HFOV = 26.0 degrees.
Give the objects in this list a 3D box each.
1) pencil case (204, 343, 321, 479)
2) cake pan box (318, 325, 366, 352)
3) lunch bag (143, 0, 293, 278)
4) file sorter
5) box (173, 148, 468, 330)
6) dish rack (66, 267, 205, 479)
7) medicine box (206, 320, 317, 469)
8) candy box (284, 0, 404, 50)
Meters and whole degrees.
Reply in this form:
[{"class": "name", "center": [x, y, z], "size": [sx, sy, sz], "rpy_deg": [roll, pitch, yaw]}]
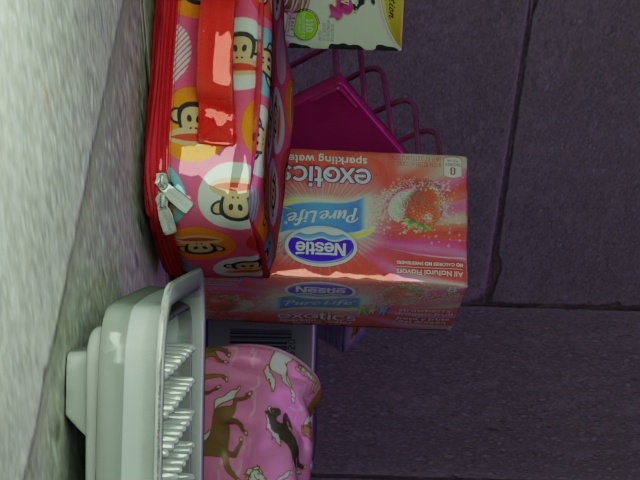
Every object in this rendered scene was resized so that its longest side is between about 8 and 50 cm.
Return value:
[{"class": "pencil case", "center": [-0.081, 0.283, 1.295], "size": [0.167, 0.160, 0.386], "rpy_deg": [90, 1, -59]}, {"class": "cake pan box", "center": [-0.034, 0.009, 2.125], "size": [0.070, 0.246, 0.267], "rpy_deg": [-38, 143, -38]}, {"class": "lunch bag", "center": [-0.088, -0.125, 1.230], "size": [0.258, 0.120, 0.293], "rpy_deg": [89, 3, -71]}, {"class": "file sorter", "center": [0.014, -0.137, 1.810], "size": [0.291, 0.202, 0.182], "rpy_deg": [45, 31, -41]}, {"class": "box", "center": [0.000, 0.000, 1.463], "size": [0.142, 0.300, 0.154], "rpy_deg": [96, -2, -67]}, {"class": "dish rack", "center": [-0.123, 0.188, 0.945], "size": [0.285, 0.072, 0.332], "rpy_deg": [-52, 144, -88]}, {"class": "medicine box", "center": [-0.077, 0.155, 1.922], "size": [0.289, 0.149, 0.263], "rpy_deg": [-89, 180, -85]}, {"class": "candy box", "center": [-0.025, -0.288, 1.484], "size": [0.071, 0.233, 0.159], "rpy_deg": [-89, 180, -73]}]
